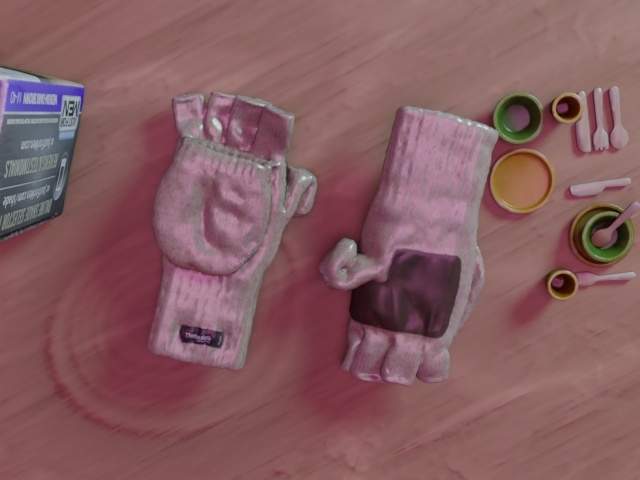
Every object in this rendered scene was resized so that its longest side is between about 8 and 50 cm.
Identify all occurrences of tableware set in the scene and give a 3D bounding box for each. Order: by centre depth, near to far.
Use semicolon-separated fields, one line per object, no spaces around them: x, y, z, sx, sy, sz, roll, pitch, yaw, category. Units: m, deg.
0.176;-0.034;0.692;0.104;0.024;0.154;-7;100;1;tableware set

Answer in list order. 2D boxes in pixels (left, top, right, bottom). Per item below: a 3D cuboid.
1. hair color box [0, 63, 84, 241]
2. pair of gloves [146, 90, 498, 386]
-0.341;-0.087;0.599;0.339;0.185;0.110;13;97;-3;hair color box
0.000;0.000;0.689;0.240;0.042;0.204;5;102;1;pair of gloves
